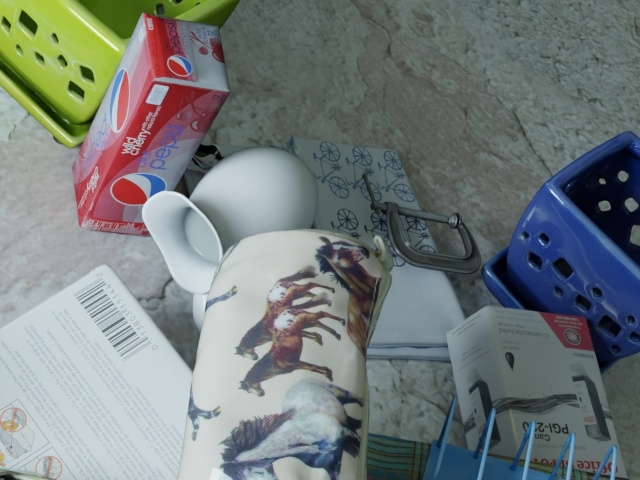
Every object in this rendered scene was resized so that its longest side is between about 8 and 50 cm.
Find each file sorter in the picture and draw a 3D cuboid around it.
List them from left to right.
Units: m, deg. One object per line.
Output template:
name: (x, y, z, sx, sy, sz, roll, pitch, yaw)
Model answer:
file sorter: (0.185, 0.235, 1.056, 0.170, 0.105, 0.118, 16, 43, 7)

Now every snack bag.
snack bag: (0.000, 0.000, 1.350, 0.342, 0.037, 0.323, 4, 52, -30)

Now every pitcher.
pitcher: (-0.085, -0.002, 1.209, 0.207, 0.125, 0.178, -35, 120, -52)

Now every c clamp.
c clamp: (0.134, -0.019, 1.414, 0.160, 0.022, 0.137, 14, 46, -25)

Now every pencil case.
pencil case: (-0.026, 0.180, 0.940, 0.183, 0.160, 0.411, 2, 61, 6)

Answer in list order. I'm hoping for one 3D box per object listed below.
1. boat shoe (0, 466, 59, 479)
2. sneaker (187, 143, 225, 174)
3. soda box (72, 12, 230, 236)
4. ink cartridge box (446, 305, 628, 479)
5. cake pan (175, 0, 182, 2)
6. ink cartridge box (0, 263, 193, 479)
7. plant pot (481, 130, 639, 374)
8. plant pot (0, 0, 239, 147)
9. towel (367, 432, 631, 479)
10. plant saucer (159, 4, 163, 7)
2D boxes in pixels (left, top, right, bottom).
boat shoe: (-0.273, 0.227, 0.890, 0.302, 0.103, 0.113, 5, 61, -10)
sneaker: (-0.125, -0.092, 1.312, 0.083, 0.037, 0.032, 21, 45, -10)
soda box: (-0.184, -0.113, 1.159, 0.083, 0.263, 0.092, 5, 55, -28)
ink cartridge box: (0.247, 0.195, 1.280, 0.158, 0.092, 0.218, 8, 60, -28)
cake pan: (-0.206, -0.406, 1.355, 0.293, 0.293, 0.054, 40, 67, 4)
ink cartridge box: (-0.217, 0.205, 1.012, 0.261, 0.066, 0.296, -33, 74, -25)
plant pot: (0.365, 0.033, 1.428, 0.236, 0.212, 0.236, 48, 43, 12)
plant pot: (-0.263, -0.252, 1.273, 0.227, 0.207, 0.228, 43, 43, 6)
towel: (0.131, 0.310, 1.069, 0.370, 0.040, 0.271, 8, 45, 1)
plant saucer: (-0.287, -0.390, 1.502, 0.240, 0.037, 0.241, 17, 47, -19)
